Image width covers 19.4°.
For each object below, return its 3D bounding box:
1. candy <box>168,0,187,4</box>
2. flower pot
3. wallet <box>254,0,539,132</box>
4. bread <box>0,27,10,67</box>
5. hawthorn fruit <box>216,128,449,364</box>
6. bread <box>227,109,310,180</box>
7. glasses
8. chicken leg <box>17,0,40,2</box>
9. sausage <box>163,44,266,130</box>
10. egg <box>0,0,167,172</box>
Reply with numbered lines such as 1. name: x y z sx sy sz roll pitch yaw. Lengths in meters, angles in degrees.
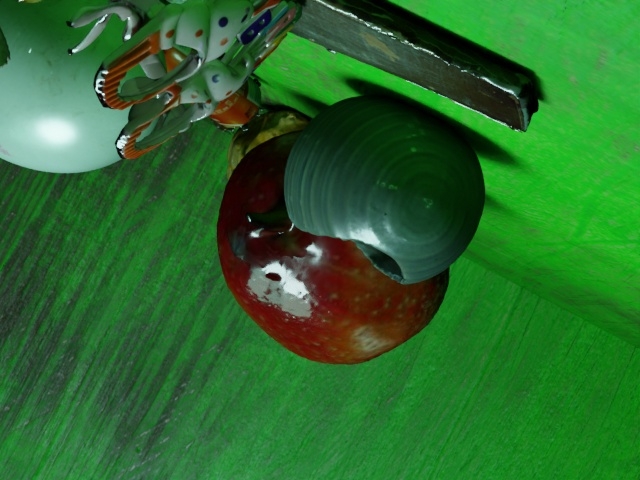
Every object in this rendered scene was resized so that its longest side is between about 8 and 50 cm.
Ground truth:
1. candy: -0.228 -0.223 1.244 0.398 0.172 0.263 16 -178 -4
2. flower pot: 0.063 -0.053 1.828 0.189 0.157 0.243 27 178 -21
3. wallet: 0.048 -0.145 1.336 0.232 0.031 0.122 25 174 11
4. bread: -0.411 -0.260 1.577 0.338 0.155 0.187 55 169 -20
5. hawthorn fruit: 0.000 0.000 2.233 0.285 0.284 0.369 27 -178 24
6. bread: -0.043 -0.104 2.610 0.167 0.132 0.294 21 178 -11
7. glasses: -0.089 -0.145 1.253 0.095 0.162 0.255 60 172 10
8. chicken leg: -0.292 -0.288 1.579 0.227 0.088 0.103 47 -167 -49
9. sausage: -0.158 -0.207 2.216 0.083 0.083 0.264 27 177 30
10. egg: -0.316 -0.207 2.011 0.371 0.230 0.230 32 -179 37
